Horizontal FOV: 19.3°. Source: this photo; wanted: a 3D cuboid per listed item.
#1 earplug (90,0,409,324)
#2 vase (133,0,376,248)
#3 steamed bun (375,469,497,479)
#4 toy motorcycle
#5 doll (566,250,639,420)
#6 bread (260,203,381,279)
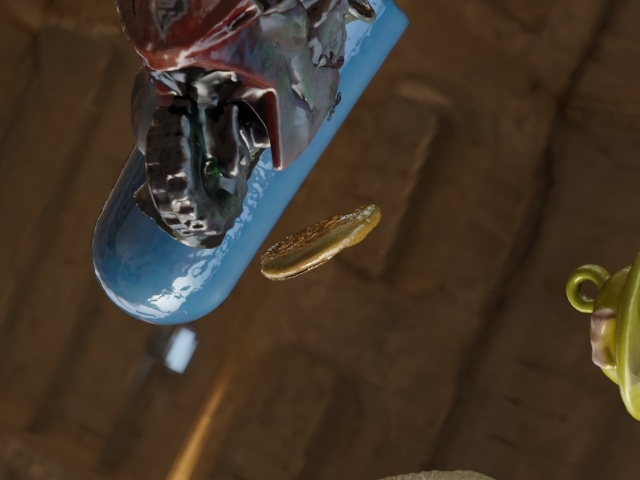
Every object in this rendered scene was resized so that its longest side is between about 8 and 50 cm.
[{"bbox_3d":[-0.063,-0.067,1.294,0.132,0.132,0.273,27,-94,55],"label":"earplug"},{"bbox_3d":[-0.036,-0.076,1.050,0.167,0.059,0.059,-55,-146,17],"label":"vase"},{"bbox_3d":[0.095,0.295,1.602,0.170,0.239,0.152,27,-65,44],"label":"steamed bun"},{"bbox_3d":[-0.038,-0.097,0.867,0.082,0.122,0.213,3,-148,19],"label":"toy motorcycle"},{"bbox_3d":[0.187,0.056,0.728,0.207,0.081,0.129,26,-65,27],"label":"doll"},{"bbox_3d":[0.000,0.000,1.532,0.110,0.024,0.110,-29,-171,5],"label":"bread"}]
